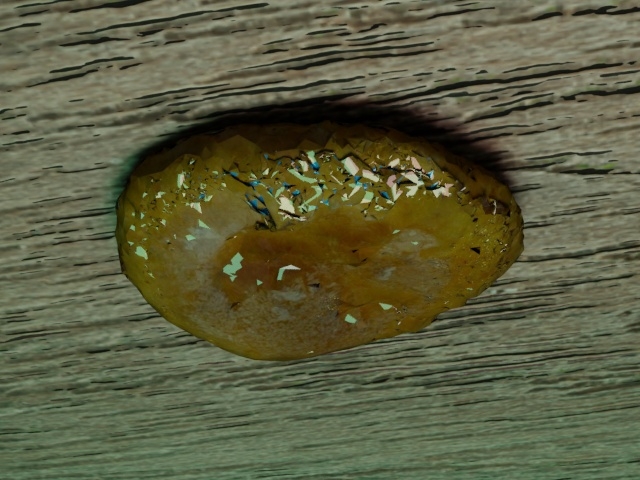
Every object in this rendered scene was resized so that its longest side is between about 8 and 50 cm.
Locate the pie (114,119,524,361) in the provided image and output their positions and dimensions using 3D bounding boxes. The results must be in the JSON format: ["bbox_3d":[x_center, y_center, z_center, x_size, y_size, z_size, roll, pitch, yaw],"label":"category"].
[{"bbox_3d":[0.001,0.001,1.049,0.273,0.069,0.273,-4,147,-3],"label":"pie"}]
